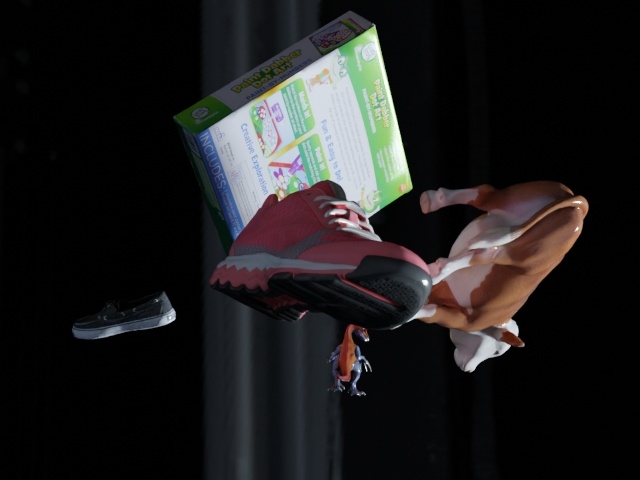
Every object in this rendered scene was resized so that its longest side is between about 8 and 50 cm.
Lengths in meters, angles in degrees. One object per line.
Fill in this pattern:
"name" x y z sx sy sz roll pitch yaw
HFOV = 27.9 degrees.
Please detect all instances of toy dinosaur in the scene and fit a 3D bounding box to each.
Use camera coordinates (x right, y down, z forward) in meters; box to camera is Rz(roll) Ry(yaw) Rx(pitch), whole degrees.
"toy dinosaur" 0.035 0.121 1.352 0.047 0.090 0.082 9 -112 -5

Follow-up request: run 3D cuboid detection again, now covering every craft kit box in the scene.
"craft kit box" -0.022 -0.098 1.482 0.247 0.249 0.061 -31 -136 -16

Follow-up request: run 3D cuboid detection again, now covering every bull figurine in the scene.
"bull figurine" 0.163 0.039 1.364 0.310 0.188 0.101 115 -36 -51

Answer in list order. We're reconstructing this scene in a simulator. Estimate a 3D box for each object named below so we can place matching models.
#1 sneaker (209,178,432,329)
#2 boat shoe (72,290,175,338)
"sneaker" -0.001 0.000 1.227 0.314 0.116 0.136 -1 -115 58
"boat shoe" -0.251 0.093 1.631 0.142 0.049 0.040 -11 -74 17
